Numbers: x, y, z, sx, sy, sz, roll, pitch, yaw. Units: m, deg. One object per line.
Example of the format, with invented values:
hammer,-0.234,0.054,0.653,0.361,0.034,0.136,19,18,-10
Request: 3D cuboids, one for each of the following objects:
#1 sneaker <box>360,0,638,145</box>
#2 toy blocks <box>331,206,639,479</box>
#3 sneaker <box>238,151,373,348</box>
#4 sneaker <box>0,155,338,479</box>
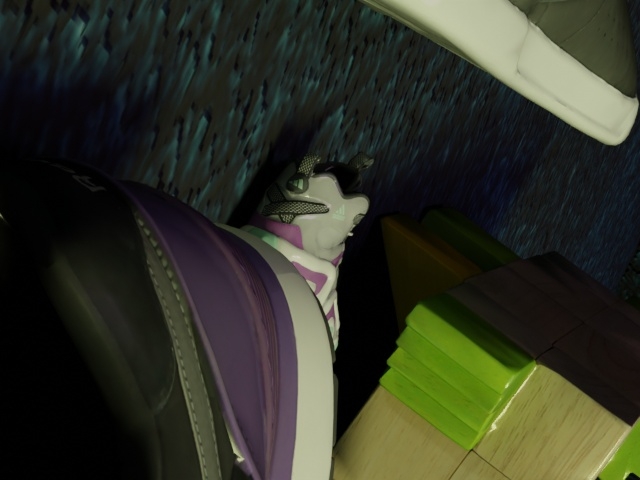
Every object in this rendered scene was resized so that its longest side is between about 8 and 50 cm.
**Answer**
sneaker,0.075,-0.121,0.531,0.147,0.104,0.296,-61,163,6
toy blocks,0.058,0.144,0.863,0.261,0.190,0.381,-56,168,13
sneaker,0.000,0.000,0.607,0.069,0.038,0.098,-61,166,-14
sneaker,-0.054,0.123,0.359,0.124,0.107,0.283,34,48,-68
